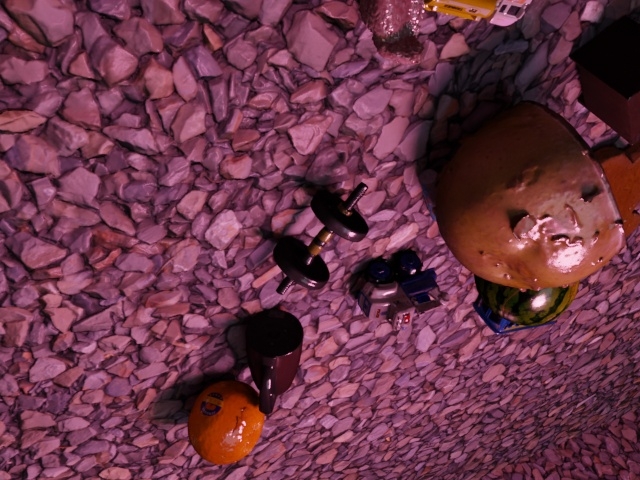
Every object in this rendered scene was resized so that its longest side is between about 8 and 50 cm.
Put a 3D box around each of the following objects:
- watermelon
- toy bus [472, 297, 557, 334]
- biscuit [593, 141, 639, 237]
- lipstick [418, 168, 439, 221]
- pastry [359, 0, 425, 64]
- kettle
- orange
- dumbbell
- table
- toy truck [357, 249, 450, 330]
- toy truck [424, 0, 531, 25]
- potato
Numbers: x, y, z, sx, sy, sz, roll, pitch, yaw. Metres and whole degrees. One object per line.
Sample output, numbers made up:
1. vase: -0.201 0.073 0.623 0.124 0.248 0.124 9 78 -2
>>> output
1. watermelon: 0.565 0.092 1.754 0.285 0.285 0.285 -18 139 -16
2. toy bus: 0.646 0.181 2.017 0.287 0.138 0.175 -5 133 -29
3. biscuit: 0.827 -0.120 1.880 0.368 0.076 0.394 -15 135 -19
4. lipstick: 0.276 -0.107 1.551 0.048 0.048 0.158 -32 140 0
5. pastry: 0.124 -0.436 1.073 0.102 0.112 0.265 -13 126 -16
6. kettle: -0.118 0.321 1.633 0.144 0.202 0.232 3 136 0
7. orange: -0.251 0.480 1.701 0.219 0.193 0.219 -6 97 -56
8. dumbbell: 0.000 0.000 1.410 0.143 0.143 0.325 17 120 -43
9. table: 0.703 -0.366 1.444 0.172 0.193 0.169 -36 140 5
10. toy truck: 0.211 0.148 1.674 0.213 0.177 0.161 -16 139 -20
11. toy truck: 0.277 -0.457 1.154 0.226 0.098 0.114 0 135 -29
12. potato: 0.438 -0.051 1.448 0.319 0.385 0.442 -32 127 5
